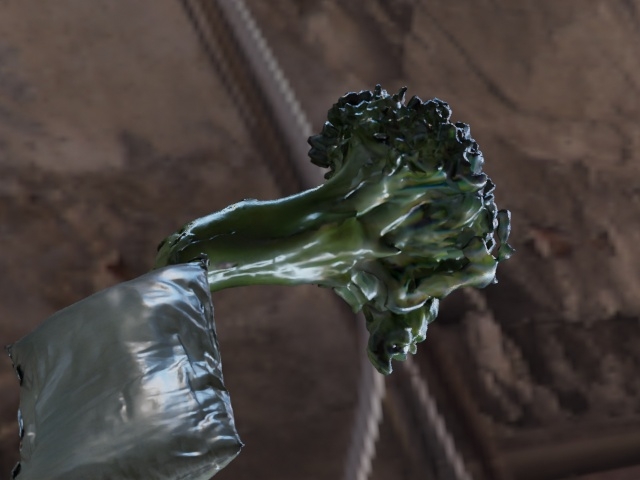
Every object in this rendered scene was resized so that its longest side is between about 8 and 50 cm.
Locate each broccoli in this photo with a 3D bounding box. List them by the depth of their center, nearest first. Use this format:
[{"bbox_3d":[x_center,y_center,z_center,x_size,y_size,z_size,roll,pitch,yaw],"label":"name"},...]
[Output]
[{"bbox_3d":[0.009,0.013,1.515,0.177,0.275,0.198,36,-26,50],"label":"broccoli"}]

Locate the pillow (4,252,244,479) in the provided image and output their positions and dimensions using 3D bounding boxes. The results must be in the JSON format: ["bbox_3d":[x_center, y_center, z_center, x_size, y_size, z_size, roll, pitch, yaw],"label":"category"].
[{"bbox_3d":[-0.124,0.094,1.197,0.230,0.148,0.050,-107,175,-57],"label":"pillow"}]
